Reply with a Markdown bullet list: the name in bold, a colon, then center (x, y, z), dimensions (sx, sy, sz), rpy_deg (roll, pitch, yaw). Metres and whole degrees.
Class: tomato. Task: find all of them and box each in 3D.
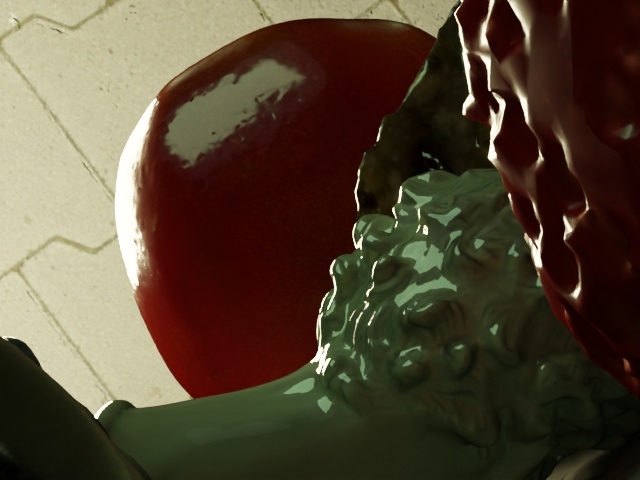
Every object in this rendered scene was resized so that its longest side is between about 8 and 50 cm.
- **tomato**: center (0.000, 0.000, 1.200), dimensions (0.298, 0.298, 0.226), rpy_deg (-37, 41, 20)

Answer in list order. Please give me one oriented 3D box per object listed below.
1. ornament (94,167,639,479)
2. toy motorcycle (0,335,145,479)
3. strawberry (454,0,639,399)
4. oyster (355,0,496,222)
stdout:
- **ornament**: center (-0.007, 0.079, 0.617), dimensions (0.285, 0.120, 0.130), rpy_deg (-35, -11, -13)
- **toy motorcycle**: center (-0.088, 0.093, 0.438), dimensions (0.091, 0.157, 0.263), rpy_deg (-38, 36, 10)
- **strawberry**: center (0.109, -0.081, 0.449), dimensions (0.205, 0.244, 0.205), rpy_deg (-36, 4, 3)
- **oyster**: center (0.140, -0.056, 0.845), dimensions (0.396, 0.204, 0.111), rpy_deg (-40, 39, -27)
